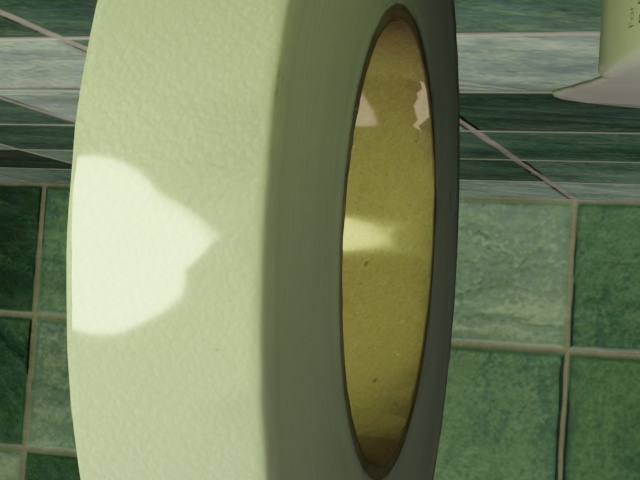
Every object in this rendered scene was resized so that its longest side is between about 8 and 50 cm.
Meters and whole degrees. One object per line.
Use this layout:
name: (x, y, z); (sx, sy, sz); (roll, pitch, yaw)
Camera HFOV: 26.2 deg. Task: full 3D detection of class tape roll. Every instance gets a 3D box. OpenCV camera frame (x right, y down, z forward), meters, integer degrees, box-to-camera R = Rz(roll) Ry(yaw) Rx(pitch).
tape roll: (0.000, 0.000, 0.613); (0.072, 0.392, 0.392); (2, 176, 15)

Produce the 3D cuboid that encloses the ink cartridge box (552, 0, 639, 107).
ink cartridge box: (0.234, -0.125, 0.500); (0.207, 0.119, 0.353); (4, 176, -11)
